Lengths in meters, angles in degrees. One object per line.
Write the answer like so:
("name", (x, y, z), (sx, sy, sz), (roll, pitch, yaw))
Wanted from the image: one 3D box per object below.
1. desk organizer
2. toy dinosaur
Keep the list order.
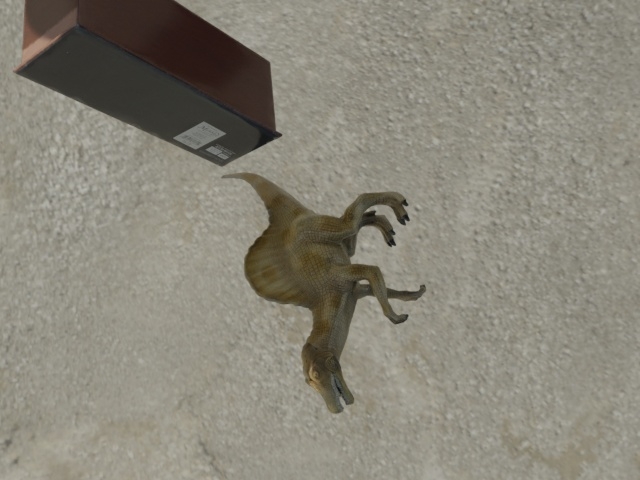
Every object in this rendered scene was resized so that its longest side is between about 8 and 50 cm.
("desk organizer", (-0.081, -0.088, 0.361), (0.047, 0.050, 0.130), (-21, 153, 32))
("toy dinosaur", (0.000, 0.000, 0.396), (0.093, 0.183, 0.053), (-15, 141, -12))
